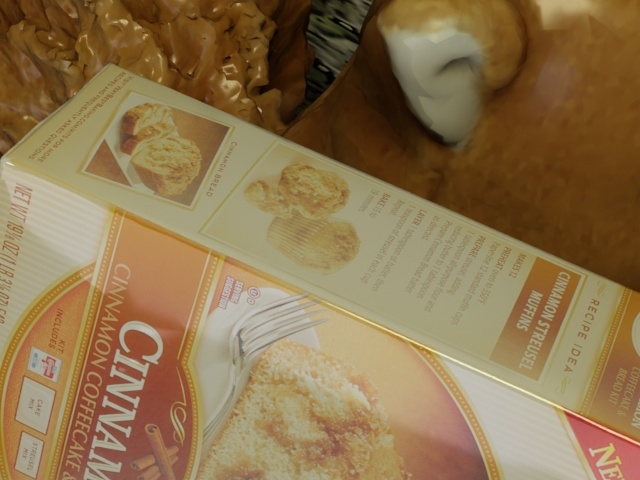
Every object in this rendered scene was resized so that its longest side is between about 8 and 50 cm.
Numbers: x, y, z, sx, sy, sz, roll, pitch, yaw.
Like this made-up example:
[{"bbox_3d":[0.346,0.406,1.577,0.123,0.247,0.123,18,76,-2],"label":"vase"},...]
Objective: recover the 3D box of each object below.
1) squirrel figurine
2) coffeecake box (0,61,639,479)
[{"bbox_3d":[0.000,0.000,0.619,0.397,0.281,0.370,26,138,10],"label":"squirrel figurine"},{"bbox_3d":[-0.005,0.055,0.474,0.185,0.068,0.142,24,125,8],"label":"coffeecake box"}]
